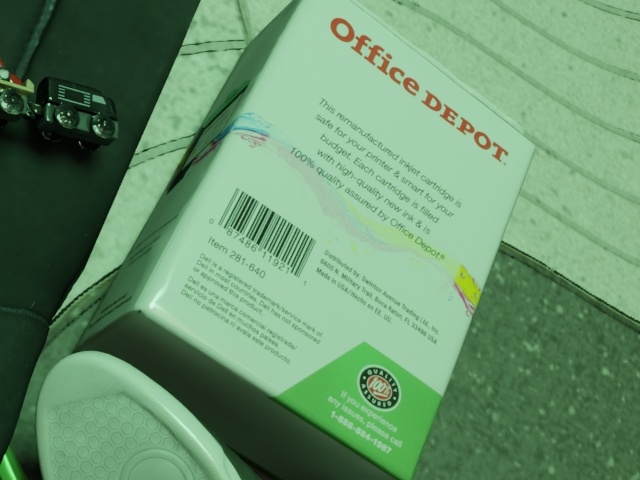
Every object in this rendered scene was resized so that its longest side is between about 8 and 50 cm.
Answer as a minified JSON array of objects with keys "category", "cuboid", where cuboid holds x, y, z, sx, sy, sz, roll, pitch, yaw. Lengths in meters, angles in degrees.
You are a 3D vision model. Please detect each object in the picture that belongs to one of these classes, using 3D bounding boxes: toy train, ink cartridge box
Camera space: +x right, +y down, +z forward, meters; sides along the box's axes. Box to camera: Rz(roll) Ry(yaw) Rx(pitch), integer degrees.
[{"category":"toy train","cuboid":[-0.175,-0.081,0.618,0.158,0.027,0.036,13,63,-36]},{"category":"ink cartridge box","cuboid":[0.000,0.000,0.800,0.201,0.117,0.278,35,58,-17]}]

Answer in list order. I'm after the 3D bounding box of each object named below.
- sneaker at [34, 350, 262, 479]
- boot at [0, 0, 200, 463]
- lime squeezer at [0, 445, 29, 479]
[{"category":"sneaker","cuboid":[-0.045,0.173,0.706,0.296,0.104,0.147,50,16,-4]},{"category":"boot","cuboid":[-0.263,-0.105,0.655,0.367,0.146,0.445,34,60,-28]},{"category":"lime squeezer","cuboid":[-0.167,0.228,0.653,0.110,0.059,0.310,16,66,-26]}]
